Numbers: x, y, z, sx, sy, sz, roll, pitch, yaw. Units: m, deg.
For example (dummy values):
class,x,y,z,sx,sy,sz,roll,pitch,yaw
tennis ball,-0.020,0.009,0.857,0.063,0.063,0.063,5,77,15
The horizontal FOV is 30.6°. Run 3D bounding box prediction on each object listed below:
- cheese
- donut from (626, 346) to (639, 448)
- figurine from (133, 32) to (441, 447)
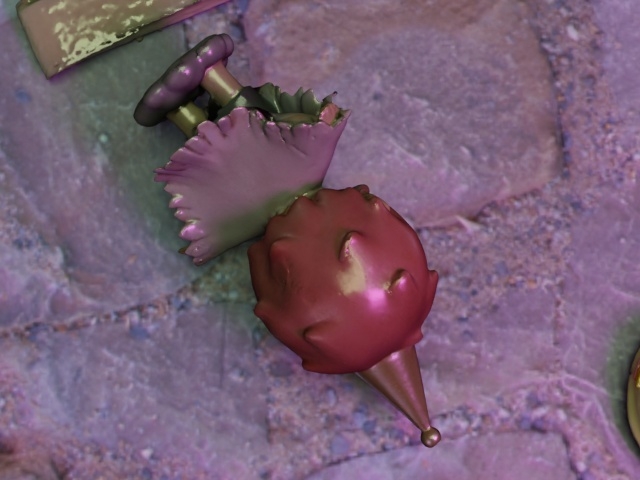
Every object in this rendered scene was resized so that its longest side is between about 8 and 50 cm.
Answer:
class,x,y,z,sx,sy,sz,roll,pitch,yaw
cheese,-0.085,-0.264,1.087,0.400,0.034,0.085,-25,78,-7
donut,0.353,0.139,1.019,0.175,0.068,0.174,0,80,-2
figurine,0.000,0.000,0.990,0.207,0.166,0.387,-43,86,25
